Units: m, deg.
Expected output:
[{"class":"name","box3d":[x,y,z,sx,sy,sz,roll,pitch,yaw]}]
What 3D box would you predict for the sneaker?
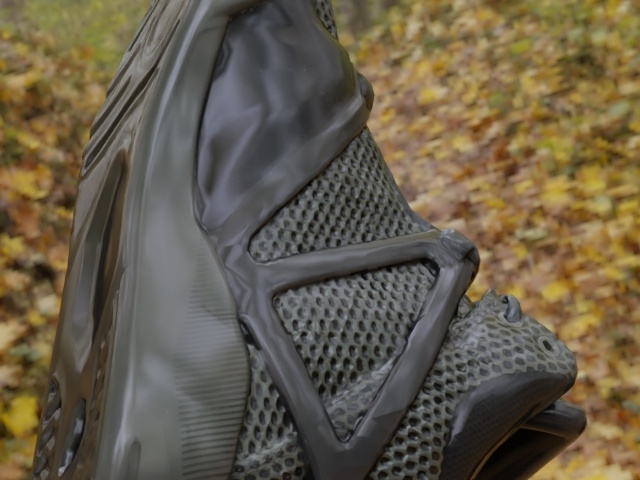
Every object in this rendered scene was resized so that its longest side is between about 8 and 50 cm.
[{"class":"sneaker","box3d":[0.000,0.000,0.392,0.087,0.130,0.227,-45,34,45]}]
